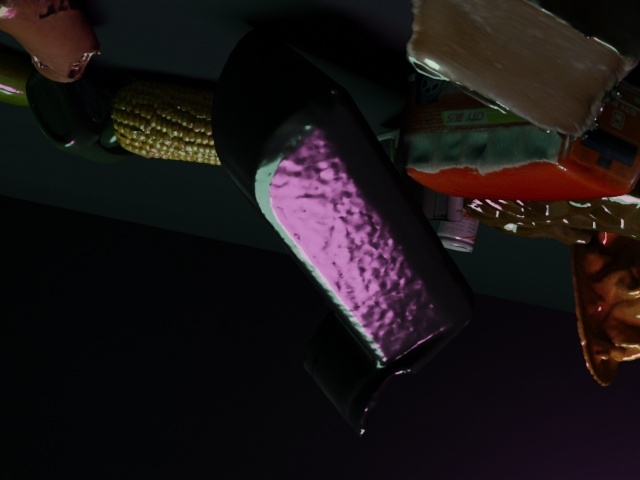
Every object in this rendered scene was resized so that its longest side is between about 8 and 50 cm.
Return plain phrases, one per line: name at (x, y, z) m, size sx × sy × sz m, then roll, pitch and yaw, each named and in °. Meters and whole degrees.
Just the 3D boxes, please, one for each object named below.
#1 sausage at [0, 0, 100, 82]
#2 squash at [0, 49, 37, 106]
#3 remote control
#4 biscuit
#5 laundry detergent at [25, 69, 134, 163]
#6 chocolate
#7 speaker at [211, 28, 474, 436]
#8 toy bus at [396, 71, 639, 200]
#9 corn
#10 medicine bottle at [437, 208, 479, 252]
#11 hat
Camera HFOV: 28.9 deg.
sausage at (-0.274, -0.214, 1.241) m, size 0.087 × 0.079 × 0.326 m, roll 13°, pitch 176°, yaw 1°
squash at (-0.437, -0.222, 1.584) m, size 0.258 × 0.069 × 0.069 m, roll 19°, pitch 172°, yaw -39°
remote control at (0.104, -0.076, 1.397) m, size 0.055 × 0.103 × 0.277 m, roll 3°, pitch -178°, yaw -8°
biscuit at (0.296, -0.054, 1.296) m, size 0.366 × 0.115 × 0.268 m, roll 9°, pitch 172°, yaw 34°
laundry detergent at (-0.285, -0.157, 1.622) m, size 0.063 × 0.137 × 0.211 m, roll -37°, pitch 161°, yaw 19°
chocolate at (0.145, -0.154, 0.856) m, size 0.161 × 0.083 × 0.261 m, roll 30°, pitch 174°, yaw 3°
speaker at (0.000, 0.000, 1.248) m, size 0.388 × 0.184 × 0.180 m, roll 55°, pitch 173°, yaw -38°
toy bus at (0.174, -0.098, 1.114) m, size 0.121 × 0.120 × 0.265 m, roll 19°, pitch 171°, yaw -32°
corn at (-0.126, -0.136, 1.529) m, size 0.293 × 0.106 × 0.106 m, roll 11°, pitch 173°, yaw 23°
medicine bottle at (0.204, -0.032, 1.822) m, size 0.057 × 0.089 × 0.057 m, roll 14°, pitch 174°, yaw 2°
hat at (0.482, 0.063, 1.687) m, size 0.233 × 0.233 × 0.244 m, roll -12°, pitch -155°, yaw 25°
